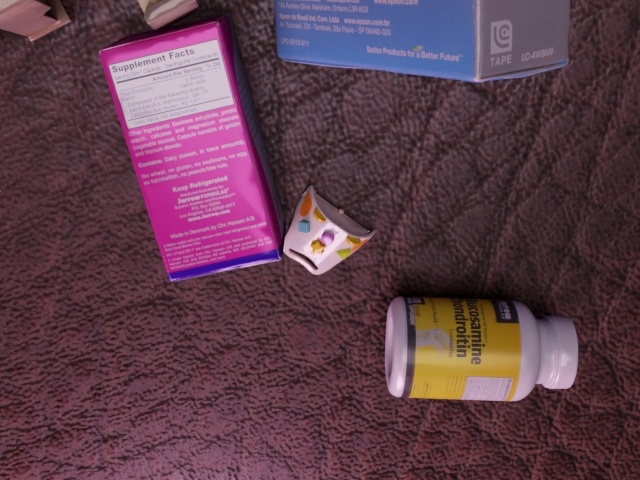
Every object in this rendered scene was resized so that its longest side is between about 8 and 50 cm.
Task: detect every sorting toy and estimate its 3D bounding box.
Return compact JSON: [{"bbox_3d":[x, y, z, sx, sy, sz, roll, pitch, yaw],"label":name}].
[{"bbox_3d":[0.000,0.000,0.887,0.083,0.045,0.075,35,124,-12],"label":"sorting toy"}]

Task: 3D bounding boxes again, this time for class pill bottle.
[{"bbox_3d":[0.161,0.111,0.888,0.184,0.103,0.103,2,109,-2],"label":"pill bottle"}]

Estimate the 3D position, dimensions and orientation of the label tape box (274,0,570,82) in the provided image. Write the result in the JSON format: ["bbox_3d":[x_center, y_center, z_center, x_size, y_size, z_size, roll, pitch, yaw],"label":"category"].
[{"bbox_3d":[0.065,-0.309,0.662,0.115,0.249,0.348,-15,112,-34],"label":"label tape box"}]

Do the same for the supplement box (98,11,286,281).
[{"bbox_3d":[-0.111,-0.089,0.811,0.113,0.111,0.220,-11,108,4],"label":"supplement box"}]

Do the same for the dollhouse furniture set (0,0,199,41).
[{"bbox_3d":[-0.181,-0.276,0.728,0.242,0.161,0.212,-28,101,0],"label":"dollhouse furniture set"}]
